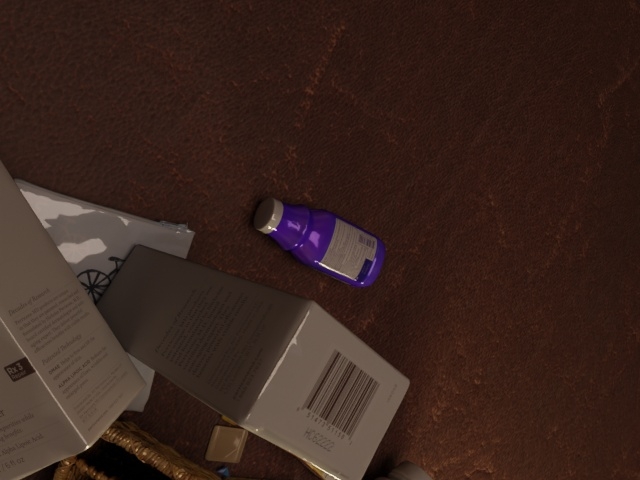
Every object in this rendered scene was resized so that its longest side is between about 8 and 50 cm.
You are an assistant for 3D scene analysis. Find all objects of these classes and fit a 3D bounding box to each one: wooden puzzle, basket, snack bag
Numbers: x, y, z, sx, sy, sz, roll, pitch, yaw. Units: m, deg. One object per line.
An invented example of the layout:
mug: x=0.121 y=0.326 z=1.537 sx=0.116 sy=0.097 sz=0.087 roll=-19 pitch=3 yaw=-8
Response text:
wooden puzzle: x=-0.181 y=0.391 z=1.202 sx=0.079 sy=0.014 sz=0.116 roll=28 pitch=80 yaw=-30
basket: x=-0.265 y=0.427 z=0.942 sx=0.299 sy=0.223 sz=0.213 roll=30 pitch=73 yaw=6
snack bag: x=-0.391 y=0.098 z=1.003 sx=0.323 sy=0.037 sz=0.342 roll=18 pitch=86 yaw=-36

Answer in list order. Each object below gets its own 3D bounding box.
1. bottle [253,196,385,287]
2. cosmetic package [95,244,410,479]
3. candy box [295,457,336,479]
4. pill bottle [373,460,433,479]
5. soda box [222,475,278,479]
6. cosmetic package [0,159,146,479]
bottle: x=0.000 y=0.000 z=1.228 sx=0.283 sy=0.092 sz=0.118 roll=25 pitch=81 yaw=-34
cosmetic package: x=-0.127 y=0.157 z=0.898 sx=0.230 sy=0.453 sz=0.161 roll=43 pitch=70 yaw=-36
candy box: x=-0.020 y=0.429 z=1.260 sx=0.053 sy=0.109 sz=0.186 roll=-47 pitch=120 yaw=-21
pill bottle: x=0.126 y=0.621 z=1.354 sx=0.283 sy=0.160 sz=0.160 roll=-32 pitch=113 yaw=-28
soda box: x=-0.113 y=0.510 z=1.234 sx=0.181 sy=0.061 sz=0.058 roll=21 pitch=84 yaw=-35
cosmetic package: x=-0.431 y=0.101 z=0.798 sx=0.385 sy=0.217 sz=0.156 roll=58 pitch=20 yaw=-10
